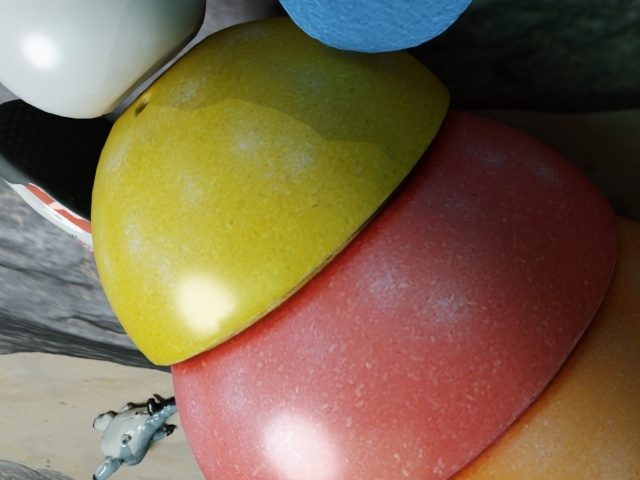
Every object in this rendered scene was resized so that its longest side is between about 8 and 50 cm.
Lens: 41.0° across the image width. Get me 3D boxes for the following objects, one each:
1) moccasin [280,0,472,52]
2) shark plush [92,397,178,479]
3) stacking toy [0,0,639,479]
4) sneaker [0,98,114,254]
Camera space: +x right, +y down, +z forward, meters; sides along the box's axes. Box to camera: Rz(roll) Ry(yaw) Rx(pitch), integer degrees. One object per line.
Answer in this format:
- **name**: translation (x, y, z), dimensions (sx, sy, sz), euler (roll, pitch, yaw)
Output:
- **moccasin**: translation (0.031, -0.231, 0.284), dimensions (0.137, 0.117, 0.342), euler (2, 135, 0)
- **shark plush**: translation (-0.191, 0.200, 0.934), dimensions (0.067, 0.073, 0.161), euler (19, 124, -34)
- **stacking toy**: translation (0.000, 0.000, 0.469), dimensions (0.480, 0.350, 0.350), euler (49, 133, -11)
- **sneaker**: translation (-0.134, 0.012, 0.638), dimensions (0.270, 0.090, 0.145), euler (26, 137, -16)
